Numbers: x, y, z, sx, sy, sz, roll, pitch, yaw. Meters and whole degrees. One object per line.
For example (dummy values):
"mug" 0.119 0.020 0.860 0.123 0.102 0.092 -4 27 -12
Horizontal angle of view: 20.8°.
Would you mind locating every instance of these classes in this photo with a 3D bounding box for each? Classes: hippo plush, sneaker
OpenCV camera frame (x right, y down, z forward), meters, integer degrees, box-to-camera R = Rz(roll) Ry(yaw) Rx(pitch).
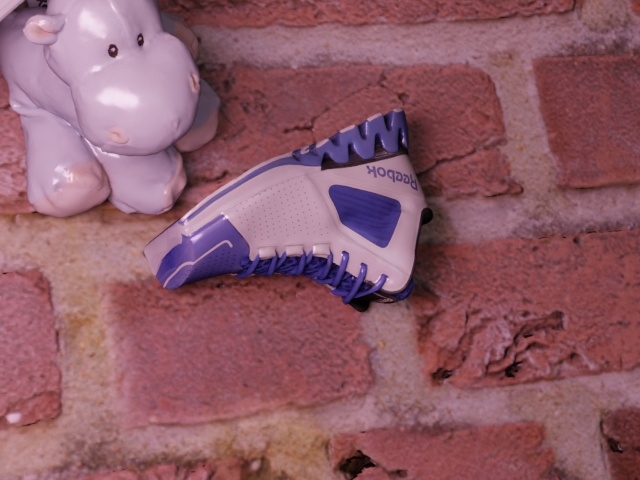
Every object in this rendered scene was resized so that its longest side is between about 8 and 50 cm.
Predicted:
"hippo plush" -0.185 -0.177 1.631 0.234 0.236 0.294 -26 89 -29
"sneaker" 0.001 0.000 1.739 0.315 0.127 0.182 -26 87 -30

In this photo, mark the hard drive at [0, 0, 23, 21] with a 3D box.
"hard drive" -0.362 -0.200 1.560 0.307 0.203 0.040 -46 125 -22
